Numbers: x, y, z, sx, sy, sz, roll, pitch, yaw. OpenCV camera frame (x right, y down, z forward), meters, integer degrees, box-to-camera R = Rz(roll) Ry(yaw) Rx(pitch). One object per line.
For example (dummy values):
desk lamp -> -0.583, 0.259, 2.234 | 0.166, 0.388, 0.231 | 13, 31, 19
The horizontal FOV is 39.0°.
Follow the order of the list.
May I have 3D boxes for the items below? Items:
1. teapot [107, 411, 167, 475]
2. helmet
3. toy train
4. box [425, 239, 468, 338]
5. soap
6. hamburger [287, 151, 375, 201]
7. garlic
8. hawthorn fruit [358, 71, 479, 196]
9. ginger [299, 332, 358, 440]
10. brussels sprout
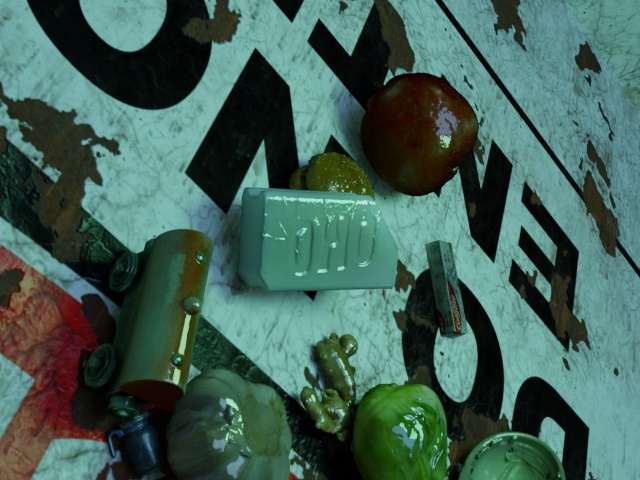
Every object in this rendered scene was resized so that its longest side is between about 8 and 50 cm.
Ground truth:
teapot -> -0.259, 0.291, 1.280 | 0.049, 0.064, 0.083 | -14, 80, -84
helmet -> 0.376, 0.526, 1.861 | 0.258, 0.137, 0.204 | -29, 58, -36
toy train -> -0.232, 0.111, 1.287 | 0.116, 0.177, 0.285 | 35, 49, -35
box -> 0.283, 0.108, 2.029 | 0.055, 0.040, 0.218 | 16, 61, -48
soap -> 0.000, 0.000, 1.592 | 0.290, 0.095, 0.172 | 1, 97, -33
hamburger -> 0.030, -0.085, 1.757 | 0.181, 0.118, 0.191 | 58, 34, -18
garlic -> -0.139, 0.301, 1.324 | 0.228, 0.152, 0.227 | 36, 45, -45
hawthorn fruit -> 0.186, -0.251, 1.958 | 0.300, 0.254, 0.254 | 41, 37, 10
ginger -> 0.023, 0.266, 1.628 | 0.193, 0.053, 0.176 | -20, 91, -50
brussels sprout -> 0.138, 0.359, 1.628 | 0.223, 0.161, 0.223 | 35, 40, -37
